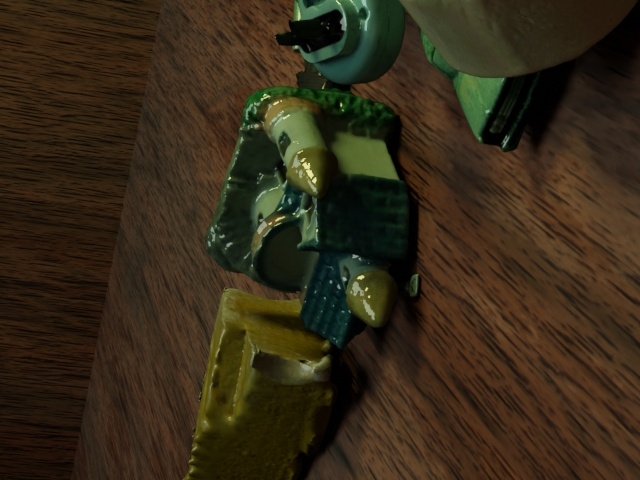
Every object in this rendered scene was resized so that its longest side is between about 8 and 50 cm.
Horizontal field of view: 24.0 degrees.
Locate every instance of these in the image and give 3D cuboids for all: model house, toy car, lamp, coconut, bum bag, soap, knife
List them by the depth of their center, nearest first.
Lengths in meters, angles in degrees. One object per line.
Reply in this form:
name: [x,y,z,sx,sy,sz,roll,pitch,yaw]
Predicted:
coconut: [0.172,-0.255,1.320,0.241,0.241,0.241,-172,90,-73]
toy car: [0.158,-0.232,1.542,0.320,0.097,0.141,-102,25,-49]
lamp: [0.034,-0.311,1.624,0.209,0.147,0.284,-13,66,59]
knife: [0.095,0.058,1.763,0.096,0.010,0.027,151,125,-70]
model house: [0.000,0.000,1.799,0.325,0.194,0.267,-111,34,-55]
soap: [-0.084,0.265,1.989,0.304,0.169,0.338,-107,28,-75]
bum bag: [0.001,-0.188,2.103,0.123,0.060,0.248,134,142,-61]

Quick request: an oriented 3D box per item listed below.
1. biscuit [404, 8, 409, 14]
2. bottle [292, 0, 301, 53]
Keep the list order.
biscuit: [0.133,-0.358,1.794,0.186,0.036,0.192,-133,52,-67]
bottle: [-0.028,-0.330,2.312,0.030,0.030,0.083,151,125,-69]
